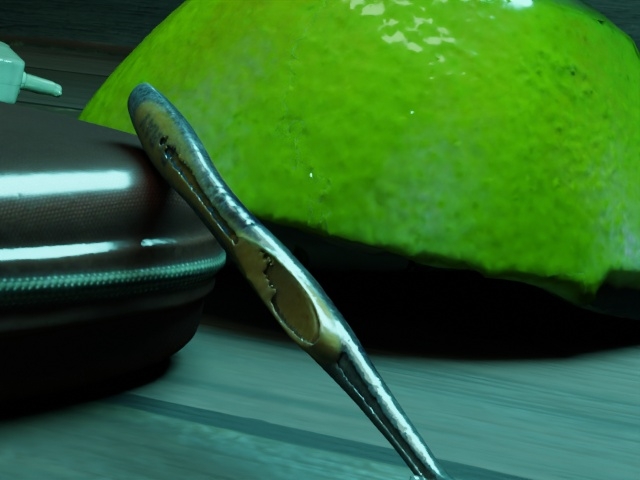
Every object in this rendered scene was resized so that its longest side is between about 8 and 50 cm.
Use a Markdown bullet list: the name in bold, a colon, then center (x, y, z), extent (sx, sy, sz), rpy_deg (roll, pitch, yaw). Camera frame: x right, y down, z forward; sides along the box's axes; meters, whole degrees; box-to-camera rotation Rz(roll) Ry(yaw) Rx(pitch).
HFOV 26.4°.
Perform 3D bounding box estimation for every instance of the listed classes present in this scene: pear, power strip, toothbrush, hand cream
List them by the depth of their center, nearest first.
- **toothbrush**: center (-0.013, 0.020, 0.506), extent (0.031, 0.023, 0.321), rpy_deg (29, 15, -40)
- **pear**: center (0.055, -0.089, 0.849), extent (0.399, 0.165, 0.399), rpy_deg (15, 8, -2)
- **hand cream**: center (0.000, 0.000, 0.868), extent (0.234, 0.050, 0.080), rpy_deg (7, 6, -15)
- **power strip**: center (-0.396, -0.182, 1.365), extent (0.288, 0.053, 0.093), rpy_deg (7, 17, -31)

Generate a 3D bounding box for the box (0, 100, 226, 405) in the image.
- **box**: center (-0.236, -0.019, 0.675), extent (0.404, 0.108, 0.263), rpy_deg (15, 15, 41)
